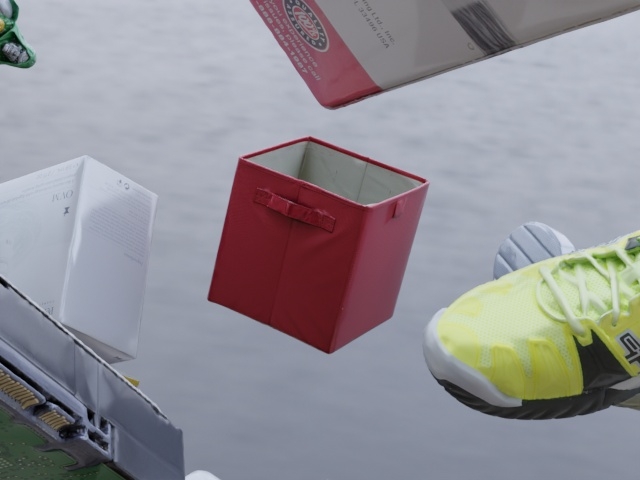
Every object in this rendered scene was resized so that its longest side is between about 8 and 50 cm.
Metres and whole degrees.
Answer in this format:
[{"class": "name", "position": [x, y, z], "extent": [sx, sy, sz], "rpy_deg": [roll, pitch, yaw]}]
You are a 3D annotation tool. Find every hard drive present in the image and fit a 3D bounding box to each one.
[{"class": "hard drive", "position": [-0.273, 0.120, 0.752], "extent": [0.338, 0.064, 0.237], "rpy_deg": [-16, -34, 17]}]

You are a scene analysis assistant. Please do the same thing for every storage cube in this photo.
[{"class": "storage cube", "position": [0.000, 0.000, 1.721], "extent": [0.183, 0.193, 0.215], "rpy_deg": [22, 20, 21]}]

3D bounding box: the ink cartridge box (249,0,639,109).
[{"class": "ink cartridge box", "position": [0.047, -0.184, 0.572], "extent": [0.117, 0.207, 0.283], "rpy_deg": [-40, 14, -24]}]

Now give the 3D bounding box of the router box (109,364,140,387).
[{"class": "router box", "position": [-0.407, 0.246, 1.908], "extent": [0.308, 0.243, 0.081], "rpy_deg": [19, -6, 45]}]

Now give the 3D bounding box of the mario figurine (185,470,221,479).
[{"class": "mario figurine", "position": [-0.065, 0.288, 0.954], "extent": [0.320, 0.170, 0.198], "rpy_deg": [28, 36, -29]}]

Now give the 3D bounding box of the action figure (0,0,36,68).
[{"class": "action figure", "position": [-0.358, -0.217, 1.247], "extent": [0.232, 0.137, 0.063], "rpy_deg": [27, 13, -15]}]

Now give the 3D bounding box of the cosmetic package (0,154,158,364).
[{"class": "cosmetic package", "position": [-0.338, 0.042, 1.741], "extent": [0.224, 0.225, 0.138], "rpy_deg": [-15, -30, 35]}]

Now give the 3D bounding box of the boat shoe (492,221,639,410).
[{"class": "boat shoe", "position": [0.273, 0.088, 1.508], "extent": [0.094, 0.109, 0.302], "rpy_deg": [32, 20, -28]}]

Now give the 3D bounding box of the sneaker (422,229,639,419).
[{"class": "sneaker", "position": [0.264, 0.036, 1.141], "extent": [0.384, 0.147, 0.145], "rpy_deg": [-12, 48, -15]}]
